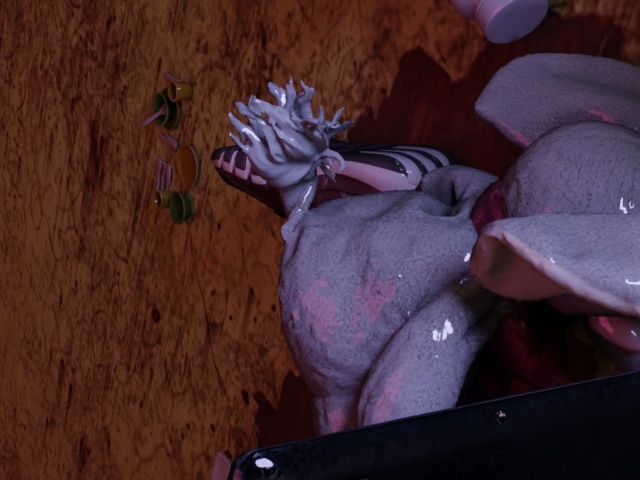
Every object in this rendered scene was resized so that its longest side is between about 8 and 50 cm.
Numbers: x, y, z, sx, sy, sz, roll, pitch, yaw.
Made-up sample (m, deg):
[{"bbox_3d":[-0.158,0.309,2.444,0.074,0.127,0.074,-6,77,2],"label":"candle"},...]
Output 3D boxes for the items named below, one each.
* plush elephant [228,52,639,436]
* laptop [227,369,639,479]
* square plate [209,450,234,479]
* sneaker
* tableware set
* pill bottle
[{"bbox_3d":[0.121,0.025,0.756,0.255,0.272,0.330,-7,125,25],"label":"plush elephant"},{"bbox_3d":[0.077,0.259,0.705,0.236,0.381,0.408,8,102,57],"label":"laptop"},{"bbox_3d":[-0.037,0.438,1.235,0.347,0.049,0.344,44,130,46],"label":"square plate"},{"bbox_3d":[0.000,0.000,1.051,0.281,0.106,0.163,12,108,56],"label":"sneaker"},{"bbox_3d":[-0.161,-0.100,1.364,0.104,0.024,0.154,35,124,50],"label":"tableware set"},{"bbox_3d":[0.110,-0.194,0.874,0.116,0.065,0.065,64,143,27],"label":"pill bottle"}]
